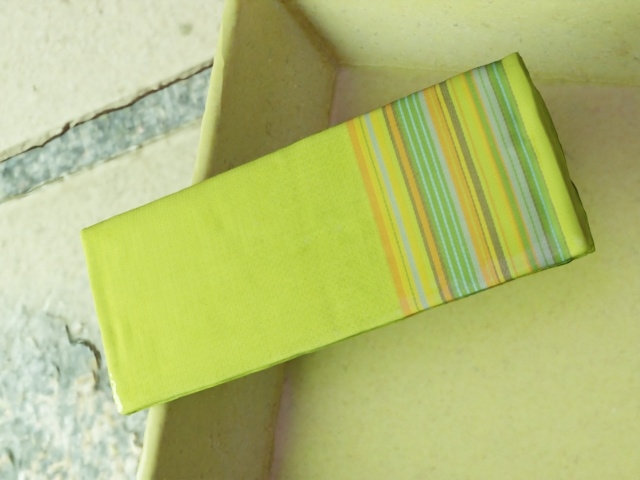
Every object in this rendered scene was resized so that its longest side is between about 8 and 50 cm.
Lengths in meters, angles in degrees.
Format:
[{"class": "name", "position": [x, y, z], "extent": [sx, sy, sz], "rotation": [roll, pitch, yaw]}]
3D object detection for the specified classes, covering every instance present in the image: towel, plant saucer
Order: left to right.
[{"class": "towel", "position": [0.000, 0.000, 0.546], "extent": [0.237, 0.021, 0.102], "rotation": [-21, 69, 15]}, {"class": "plant saucer", "position": [0.095, 0.032, 0.559], "extent": [0.333, 0.081, 0.332], "rotation": [7, 82, 20]}]
